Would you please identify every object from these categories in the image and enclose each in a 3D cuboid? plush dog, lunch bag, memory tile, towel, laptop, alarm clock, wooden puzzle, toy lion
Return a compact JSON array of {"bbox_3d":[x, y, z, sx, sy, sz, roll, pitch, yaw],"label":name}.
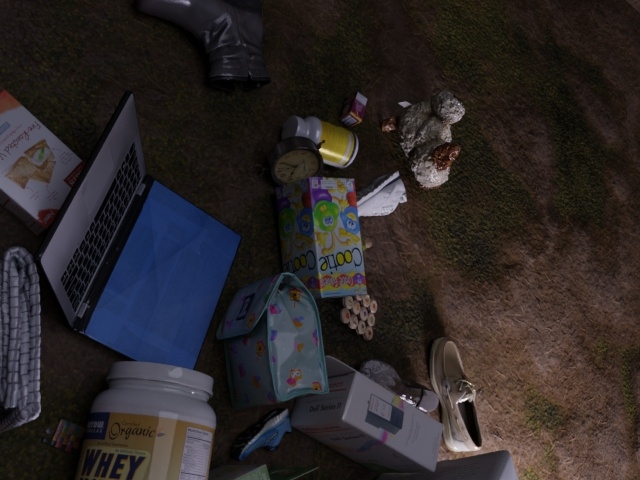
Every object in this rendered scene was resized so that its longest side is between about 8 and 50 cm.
[{"bbox_3d":[0.298,-0.260,1.947,0.210,0.262,0.225,-12,71,-7],"label":"plush dog"},{"bbox_3d":[-0.108,0.208,1.453,0.160,0.223,0.262,-4,78,-33],"label":"lunch bag"},{"bbox_3d":[0.098,0.175,1.734,0.148,0.012,0.113,41,52,-44],"label":"memory tile"},{"bbox_3d":[-0.541,0.166,1.123,0.121,0.235,0.284,4,73,-34],"label":"towel"},{"bbox_3d":[-0.315,0.008,1.340,0.236,0.408,0.382,14,57,2],"label":"laptop"},{"bbox_3d":[-0.080,-0.186,1.671,0.192,0.129,0.064,-15,50,-10],"label":"alarm clock"},{"bbox_3d":[-0.463,0.359,1.270,0.083,0.006,0.049,32,59,-26],"label":"wooden puzzle"},{"bbox_3d":[0.079,0.005,1.792,0.096,0.034,0.100,40,55,-13],"label":"toy lion"}]

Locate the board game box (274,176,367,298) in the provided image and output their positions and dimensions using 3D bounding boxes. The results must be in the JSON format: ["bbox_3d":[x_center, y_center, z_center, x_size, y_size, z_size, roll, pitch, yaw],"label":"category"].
[{"bbox_3d":[0.000,0.000,1.640,0.144,0.142,0.275,-2,83,-38],"label":"board game box"}]

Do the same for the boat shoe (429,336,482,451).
[{"bbox_3d":[0.368,0.405,1.846,0.109,0.098,0.302,2,75,-38],"label":"boat shoe"}]

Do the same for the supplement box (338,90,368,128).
[{"bbox_3d":[0.089,-0.356,1.894,0.043,0.055,0.083,33,58,-26],"label":"supplement box"}]

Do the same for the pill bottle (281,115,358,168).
[{"bbox_3d":[-0.003,-0.253,1.758,0.184,0.103,0.103,15,68,-35],"label":"pill bottle"}]

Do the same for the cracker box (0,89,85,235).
[{"bbox_3d":[-0.564,-0.145,1.309,0.232,0.067,0.156,45,54,-19],"label":"cracker box"}]

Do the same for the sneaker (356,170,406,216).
[{"bbox_3d":[0.152,-0.103,1.850,0.235,0.090,0.095,-34,107,-38],"label":"sneaker"}]

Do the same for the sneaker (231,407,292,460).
[{"bbox_3d":[-0.117,0.426,1.485,0.162,0.063,0.073,-29,98,-40],"label":"sneaker"}]

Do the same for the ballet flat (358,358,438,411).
[{"bbox_3d":[0.191,0.366,1.756,0.250,0.058,0.084,28,82,-22],"label":"ballet flat"}]

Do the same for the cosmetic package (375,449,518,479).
[{"bbox_3d":[0.258,0.679,1.442,0.393,0.329,0.327,-11,82,-66],"label":"cosmetic package"}]

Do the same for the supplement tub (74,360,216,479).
[{"bbox_3d":[-0.310,0.391,1.236,0.228,0.228,0.316,21,64,-32],"label":"supplement tub"}]

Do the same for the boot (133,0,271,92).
[{"bbox_3d":[-0.262,-0.470,1.623,0.338,0.118,0.223,-2,83,-34],"label":"boot"}]

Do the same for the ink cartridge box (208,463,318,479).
[{"bbox_3d":[-0.146,0.470,1.376,0.235,0.171,0.056,-14,85,-40],"label":"ink cartridge box"}]

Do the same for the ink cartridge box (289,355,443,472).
[{"bbox_3d":[0.076,0.397,1.549,0.353,0.207,0.119,35,56,-24],"label":"ink cartridge box"}]
